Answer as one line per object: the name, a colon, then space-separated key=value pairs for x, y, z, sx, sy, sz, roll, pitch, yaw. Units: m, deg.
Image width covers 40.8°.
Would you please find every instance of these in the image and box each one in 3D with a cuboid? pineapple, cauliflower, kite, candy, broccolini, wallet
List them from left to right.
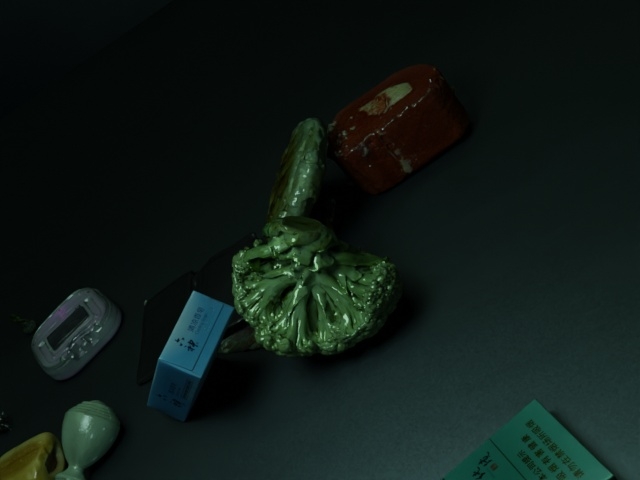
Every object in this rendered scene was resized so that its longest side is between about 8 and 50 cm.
pineapple: x=-0.728 y=0.404 z=1.869 sx=0.124 sy=0.058 sz=0.058 roll=-15 pitch=41 yaw=30
broccolini: x=-0.742 y=0.206 z=2.135 sx=0.140 sy=0.030 sz=0.035 roll=6 pitch=90 yaw=51
wallet: x=-0.246 y=0.131 z=1.744 sx=0.323 sy=0.041 sz=0.247 roll=-31 pitch=35 yaw=18
kite: x=-0.104 y=0.172 z=1.596 sx=0.229 sy=0.016 sz=0.127 roll=5 pitch=57 yaw=49
cauliflower: x=-0.020 y=0.052 z=1.439 sx=0.275 sy=0.250 sz=0.272 roll=-20 pitch=37 yaw=-4
candy: x=0.000 y=0.000 z=1.664 sx=0.053 sy=0.046 sz=0.182 roll=-8 pitch=50 yaw=32

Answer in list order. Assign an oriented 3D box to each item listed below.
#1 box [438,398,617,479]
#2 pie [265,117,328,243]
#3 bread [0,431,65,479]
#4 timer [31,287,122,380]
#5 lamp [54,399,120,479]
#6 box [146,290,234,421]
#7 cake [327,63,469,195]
box: x=0.237 y=0.326 z=1.083 sx=0.229 sy=0.041 sz=0.162 roll=-40 pitch=34 yaw=-1
pie: x=-0.052 y=-0.103 z=1.673 sx=0.306 sy=0.071 sz=0.306 roll=-162 pitch=90 yaw=-82
bread: x=-0.560 y=0.451 z=1.634 sx=0.173 sy=0.085 sz=0.134 roll=-29 pitch=33 yaw=17
timer: x=-0.546 y=0.202 z=1.917 sx=0.208 sy=0.069 sz=0.191 roll=-46 pitch=38 yaw=-12
lamp: x=-0.441 y=0.388 z=1.592 sx=0.106 sy=0.106 sz=0.193 roll=-8 pitch=55 yaw=37
box: x=-0.229 y=0.206 z=1.501 sx=0.232 sy=0.083 sz=0.142 roll=119 pitch=174 yaw=-57
cake: x=0.140 y=-0.223 z=1.693 sx=0.283 sy=0.151 sz=0.177 roll=-38 pitch=38 yaw=11
